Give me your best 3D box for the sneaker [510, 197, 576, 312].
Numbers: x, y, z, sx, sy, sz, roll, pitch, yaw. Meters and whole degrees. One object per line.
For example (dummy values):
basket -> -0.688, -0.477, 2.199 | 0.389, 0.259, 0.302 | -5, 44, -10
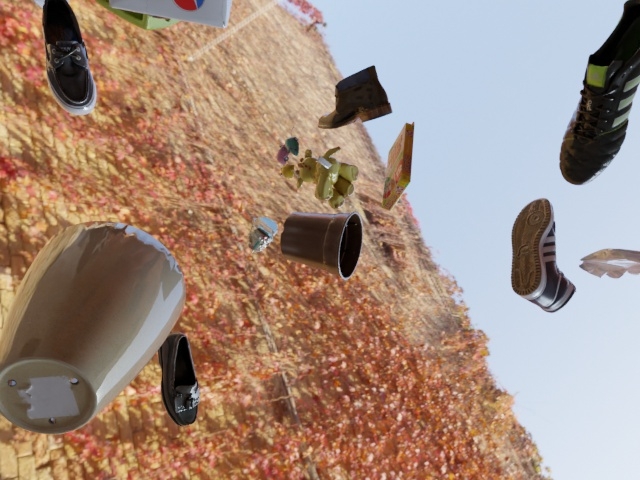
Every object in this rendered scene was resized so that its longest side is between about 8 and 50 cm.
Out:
sneaker -> 0.554, 0.041, 1.178 | 0.099, 0.153, 0.282 | -21, -137, 52

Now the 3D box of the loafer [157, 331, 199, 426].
loafer -> -0.384, 0.383, 1.313 | 0.084, 0.096, 0.267 | -13, -91, 38

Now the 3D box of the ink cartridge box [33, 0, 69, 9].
ink cartridge box -> -0.556, -0.588, 0.910 | 0.296, 0.066, 0.260 | -146, -114, -80

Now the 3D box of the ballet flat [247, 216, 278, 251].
ballet flat -> -0.183, -0.020, 1.438 | 0.091, 0.241, 0.077 | 33, -81, -4

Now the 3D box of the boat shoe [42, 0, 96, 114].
boat shoe -> -0.463, -0.345, 0.872 | 0.076, 0.080, 0.228 | 140, -61, -63

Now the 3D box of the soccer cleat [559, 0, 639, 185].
soccer cleat -> 0.275, -0.141, 0.465 | 0.060, 0.072, 0.178 | 40, -58, 46

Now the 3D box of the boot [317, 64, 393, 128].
boot -> 0.063, -0.313, 1.061 | 0.219, 0.082, 0.106 | 1, -65, 48

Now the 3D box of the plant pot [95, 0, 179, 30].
plant pot -> -0.413, -0.674, 1.179 | 0.227, 0.207, 0.228 | 35, -53, 18

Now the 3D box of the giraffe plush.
giraffe plush -> -0.001, -0.221, 1.600 | 0.171, 0.210, 0.181 | 17, -116, 47

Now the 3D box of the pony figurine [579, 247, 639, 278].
pony figurine -> 0.705, 0.049, 0.891 | 0.363, 0.351, 0.303 | -45, -111, -3

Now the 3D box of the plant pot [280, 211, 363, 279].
plant pot -> 0.000, 0.000, 1.175 | 0.165, 0.167, 0.166 | 10, -90, 22

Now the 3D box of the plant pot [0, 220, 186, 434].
plant pot -> -0.353, 0.139, 0.715 | 0.256, 0.257, 0.274 | -57, -162, 18

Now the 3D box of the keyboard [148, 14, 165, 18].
keyboard -> -0.243, -0.451, 0.578 | 0.033, 0.201, 0.316 | -3, -86, 14

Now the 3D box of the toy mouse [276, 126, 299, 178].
toy mouse -> -0.091, -0.239, 1.290 | 0.161, 0.031, 0.143 | -169, -96, -67

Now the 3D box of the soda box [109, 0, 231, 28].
soda box -> -0.100, -0.226, 0.361 | 0.216, 0.074, 0.069 | -101, -160, -54

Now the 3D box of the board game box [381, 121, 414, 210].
board game box -> 0.219, -0.216, 1.332 | 0.124, 0.039, 0.259 | 118, -10, -50
